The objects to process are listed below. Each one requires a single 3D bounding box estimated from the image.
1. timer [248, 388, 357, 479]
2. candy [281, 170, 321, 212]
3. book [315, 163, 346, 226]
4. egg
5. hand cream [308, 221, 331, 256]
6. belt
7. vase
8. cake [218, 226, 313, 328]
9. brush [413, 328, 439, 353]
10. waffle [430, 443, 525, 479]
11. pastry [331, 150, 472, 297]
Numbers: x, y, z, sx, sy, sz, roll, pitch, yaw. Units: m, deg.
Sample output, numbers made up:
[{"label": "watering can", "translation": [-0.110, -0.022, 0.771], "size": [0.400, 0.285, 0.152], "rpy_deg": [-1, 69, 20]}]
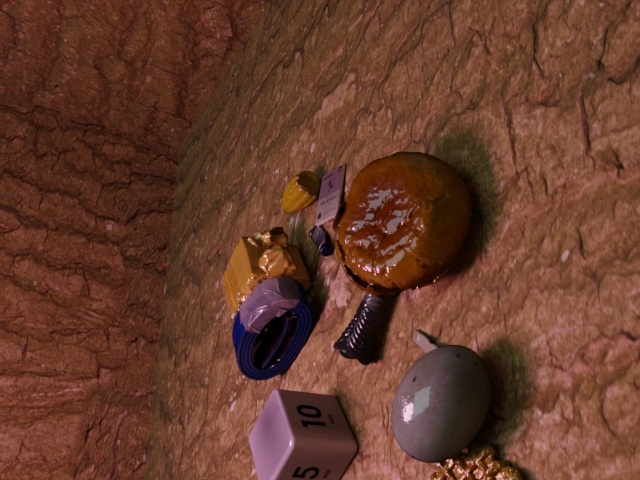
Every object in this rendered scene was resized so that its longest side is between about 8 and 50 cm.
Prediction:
[{"label": "timer", "translation": [-0.050, 0.522, 1.523], "size": [0.194, 0.195, 0.192], "rpy_deg": [-62, 30, 22]}, {"label": "candy", "translation": [-0.076, -0.153, 2.001], "size": [0.199, 0.106, 0.094], "rpy_deg": [-40, 25, 54]}, {"label": "book", "translation": [0.032, -0.143, 1.869], "size": [0.127, 0.014, 0.182], "rpy_deg": [-25, 51, 54]}, {"label": "egg", "translation": [0.231, 0.311, 1.129], "size": [0.237, 0.169, 0.169], "rpy_deg": [-57, 30, 6]}, {"label": "hand cream", "translation": [0.000, 0.000, 1.859], "size": [0.062, 0.039, 0.163], "rpy_deg": [-66, 23, 20]}, {"label": "belt", "translation": [-0.155, 0.275, 1.821], "size": [0.347, 0.212, 0.117], "rpy_deg": [-64, 28, 29]}, {"label": "vase", "translation": [0.125, 0.181, 1.475], "size": [0.115, 0.115, 0.238], "rpy_deg": [32, 100, 61]}, {"label": "cake", "translation": [-0.166, 0.111, 1.912], "size": [0.286, 0.222, 0.227], "rpy_deg": [-62, 33, 24]}, {"label": "brush", "translation": [0.250, 0.239, 1.289], "size": [0.178, 0.030, 0.033], "rpy_deg": [-139, 51, -71]}, {"label": "waffle", "translation": [0.280, 0.496, 1.074], "size": [0.237, 0.058, 0.244], "rpy_deg": [-20, 58, 57]}, {"label": "pastry", "translation": [0.179, -0.042, 1.344], "size": [0.356, 0.163, 0.356], "rpy_deg": [-24, 52, 35]}]
